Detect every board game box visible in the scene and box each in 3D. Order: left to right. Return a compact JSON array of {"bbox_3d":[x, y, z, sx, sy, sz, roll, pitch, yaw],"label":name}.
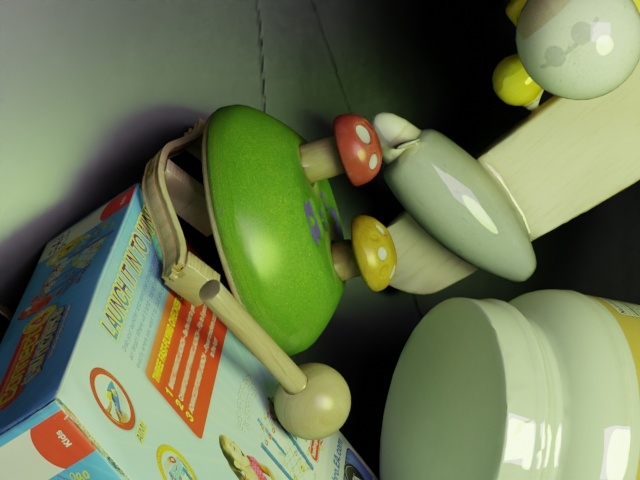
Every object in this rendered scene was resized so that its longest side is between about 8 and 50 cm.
[{"bbox_3d":[-0.082,0.155,1.225,0.086,0.308,0.302,-32,108,17],"label":"board game box"}]

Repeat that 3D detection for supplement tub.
[{"bbox_3d":[0.224,0.159,1.359,0.316,0.228,0.228,10,84,-22],"label":"supplement tub"}]

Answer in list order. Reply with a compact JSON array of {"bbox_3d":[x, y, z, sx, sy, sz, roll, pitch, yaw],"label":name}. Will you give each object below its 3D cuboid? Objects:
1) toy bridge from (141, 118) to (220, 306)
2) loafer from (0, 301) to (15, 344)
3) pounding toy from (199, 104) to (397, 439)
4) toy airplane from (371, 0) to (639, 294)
[{"bbox_3d":[-0.094,-0.030,1.300,0.063,0.026,0.188,39,28,-22],"label":"toy bridge"},{"bbox_3d":[-0.200,0.111,1.274,0.220,0.078,0.080,46,68,-20],"label":"loafer"},{"bbox_3d":[0.000,0.000,1.299,0.237,0.110,0.183,-92,161,-46],"label":"pounding toy"},{"bbox_3d":[0.224,-0.118,1.348,0.272,0.384,0.386,-5,106,-65],"label":"toy airplane"}]
